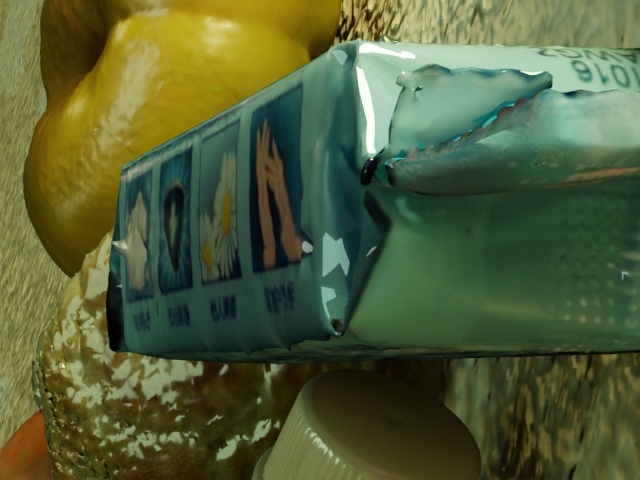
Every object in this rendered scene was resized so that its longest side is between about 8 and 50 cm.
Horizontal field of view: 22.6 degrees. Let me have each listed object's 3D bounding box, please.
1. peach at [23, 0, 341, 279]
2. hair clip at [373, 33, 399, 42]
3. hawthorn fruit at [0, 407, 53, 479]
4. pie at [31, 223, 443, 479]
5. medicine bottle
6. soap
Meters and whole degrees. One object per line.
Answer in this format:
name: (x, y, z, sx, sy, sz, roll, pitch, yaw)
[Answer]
peach: (-0.074, -0.087, 0.843, 0.251, 0.153, 0.251, -172, 90, -80)
hair clip: (-0.001, -0.001, 0.734, 0.124, 0.052, 0.195, -4, 69, 64)
hawthorn fruit: (-0.094, 0.134, 0.779, 0.149, 0.149, 0.189, -40, 23, 60)
pie: (-0.035, 0.060, 0.659, 0.193, 0.079, 0.163, -41, 65, 21)
medicine bottle: (-0.020, 0.164, 0.576, 0.114, 0.114, 0.252, -110, 39, -57)
soap: (0.036, -0.004, 0.466, 0.293, 0.156, 0.077, 168, 101, -69)
